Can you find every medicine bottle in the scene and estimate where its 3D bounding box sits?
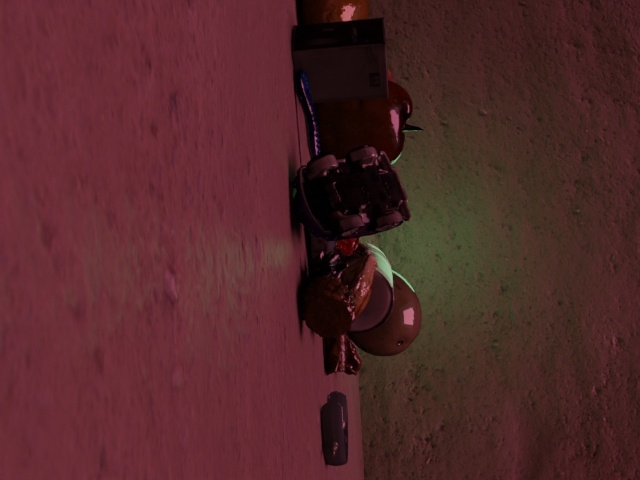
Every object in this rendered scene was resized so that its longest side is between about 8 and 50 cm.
[{"bbox_3d":[0.112,0.124,2.053,0.332,0.190,0.190,-68,154,-78],"label":"medicine bottle"}]

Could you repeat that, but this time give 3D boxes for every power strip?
[{"bbox_3d":[0.037,0.457,1.732,0.253,0.054,0.167,35,50,-85],"label":"power strip"}]

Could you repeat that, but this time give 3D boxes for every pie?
[{"bbox_3d":[0.063,0.121,1.613,0.179,0.084,0.205,-45,-166,32],"label":"pie"}]

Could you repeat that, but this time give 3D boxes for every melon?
[{"bbox_3d":[0.184,0.224,2.350,0.330,0.268,0.268,-127,-158,-45],"label":"melon"}]

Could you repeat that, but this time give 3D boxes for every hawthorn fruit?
[{"bbox_3d":[0.126,-0.312,1.920,0.268,0.301,0.267,1,90,-90],"label":"hawthorn fruit"}]

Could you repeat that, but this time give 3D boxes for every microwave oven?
[{"bbox_3d":[0.047,-0.403,1.607,0.163,0.205,0.129,83,6,-46],"label":"microwave oven"}]

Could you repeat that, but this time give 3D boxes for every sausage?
[{"bbox_3d":[0.076,-0.004,2.055,0.269,0.033,0.033,-142,-138,-59],"label":"sausage"}]

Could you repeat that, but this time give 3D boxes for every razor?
[{"bbox_3d":[-0.006,-0.209,1.566,0.093,0.056,0.324,-29,101,-64],"label":"razor"}]

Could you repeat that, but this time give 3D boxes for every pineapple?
[{"bbox_3d":[0.011,0.100,1.454,0.111,0.119,0.237,37,18,-16],"label":"pineapple"}]

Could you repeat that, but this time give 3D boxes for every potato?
[{"bbox_3d":[0.018,-0.552,1.759,0.158,0.178,0.203,-59,172,-55],"label":"potato"}]

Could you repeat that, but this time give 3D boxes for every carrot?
[{"bbox_3d":[0.037,0.230,1.849,0.069,0.069,0.228,49,39,-82],"label":"carrot"}]

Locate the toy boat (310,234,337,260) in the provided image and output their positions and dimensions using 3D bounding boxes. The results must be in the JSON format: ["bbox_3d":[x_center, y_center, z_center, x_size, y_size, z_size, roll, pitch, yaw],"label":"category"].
[{"bbox_3d":[0.000,0.000,1.637,0.207,0.079,0.134,97,2,-51],"label":"toy boat"}]

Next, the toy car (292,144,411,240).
[{"bbox_3d":[0.046,-0.075,1.426,0.158,0.235,0.172,-41,-115,52],"label":"toy car"}]

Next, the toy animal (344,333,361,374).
[{"bbox_3d":[0.076,0.338,2.267,0.229,0.066,0.224,65,1,-52],"label":"toy animal"}]

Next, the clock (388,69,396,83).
[{"bbox_3d":[0.102,-0.439,2.108,0.227,0.241,0.142,-28,117,-86],"label":"clock"}]

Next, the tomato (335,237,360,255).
[{"bbox_3d":[0.040,-0.076,1.913,0.228,0.101,0.228,7,90,-68],"label":"tomato"}]
